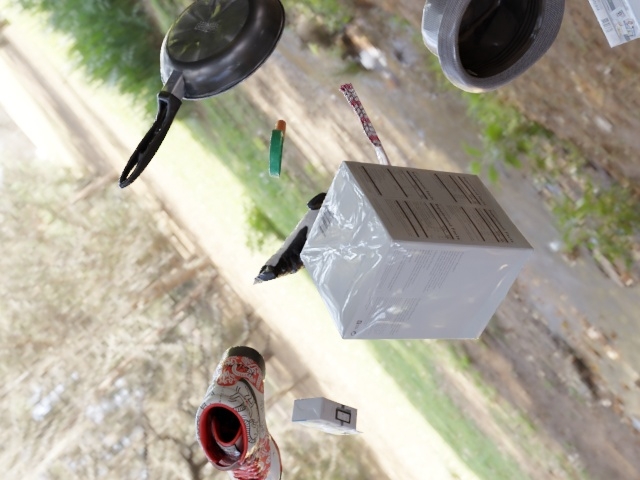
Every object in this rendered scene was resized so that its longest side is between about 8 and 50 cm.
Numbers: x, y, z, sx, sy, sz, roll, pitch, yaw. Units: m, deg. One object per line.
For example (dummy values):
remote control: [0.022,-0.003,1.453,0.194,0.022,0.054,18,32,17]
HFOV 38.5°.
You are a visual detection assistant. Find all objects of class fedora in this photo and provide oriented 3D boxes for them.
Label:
fedora: [0.276,-0.385,1.561,0.124,0.275,0.244,36,152,43]

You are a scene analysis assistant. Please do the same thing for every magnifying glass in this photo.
magnifying glass: [-0.085,-0.195,1.826,0.231,0.026,0.092,-83,-4,-66]

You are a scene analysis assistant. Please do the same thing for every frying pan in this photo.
frying pan: [-0.189,-0.234,1.246,0.197,0.326,0.053,50,179,43]

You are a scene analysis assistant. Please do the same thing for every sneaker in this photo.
sneaker: [-0.118,0.298,1.297,0.145,0.090,0.270,-68,-23,-62]

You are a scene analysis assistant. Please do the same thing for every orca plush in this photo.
orca plush: [0.000,0.000,1.723,0.102,0.287,0.151,34,134,13]

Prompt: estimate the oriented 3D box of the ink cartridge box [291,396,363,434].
ink cartridge box: [0.011,0.213,1.110,0.048,0.028,0.083,-13,151,40]

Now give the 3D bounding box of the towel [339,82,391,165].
towel: [0.105,-0.244,2.039,0.197,0.029,0.144,66,-173,29]

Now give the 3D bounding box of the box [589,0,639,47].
box: [0.619,-0.475,1.809,0.145,0.038,0.186,61,158,-8]

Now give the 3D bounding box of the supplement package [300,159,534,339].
supplement package: [0.145,0.019,1.442,0.199,0.262,0.198,-65,35,33]
